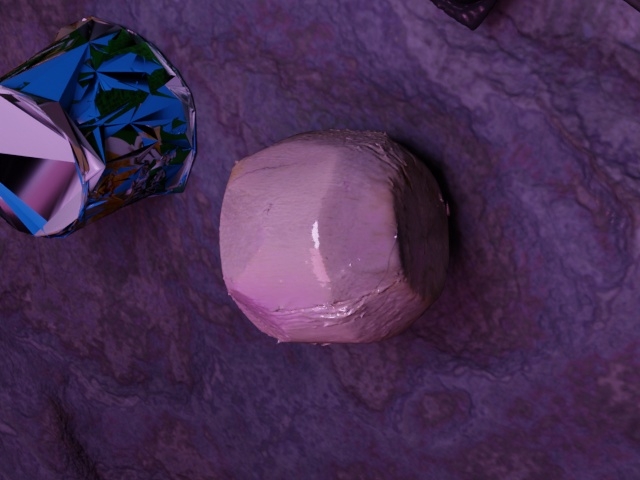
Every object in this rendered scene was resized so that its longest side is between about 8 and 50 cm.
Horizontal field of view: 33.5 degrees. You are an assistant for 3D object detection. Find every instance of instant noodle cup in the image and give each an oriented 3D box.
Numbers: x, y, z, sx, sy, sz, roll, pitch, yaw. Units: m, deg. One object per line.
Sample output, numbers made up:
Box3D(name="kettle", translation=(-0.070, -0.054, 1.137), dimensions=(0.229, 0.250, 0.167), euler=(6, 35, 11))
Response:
Box3D(name="instant noodle cup", translation=(-0.284, -0.118, 1.216), dimensions=(0.240, 0.178, 0.240), euler=(16, 125, 24))

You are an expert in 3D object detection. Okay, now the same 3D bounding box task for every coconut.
Box3D(name="coconut", translation=(-0.001, -0.002, 1.071), dimensions=(0.230, 0.227, 0.227), euler=(-4, 114, 28))

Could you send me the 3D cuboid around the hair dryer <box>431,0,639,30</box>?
Box3D(name="hair dryer", translation=(0.222, -0.218, 0.900), dimensions=(0.248, 0.078, 0.195), euler=(37, 133, 3))
